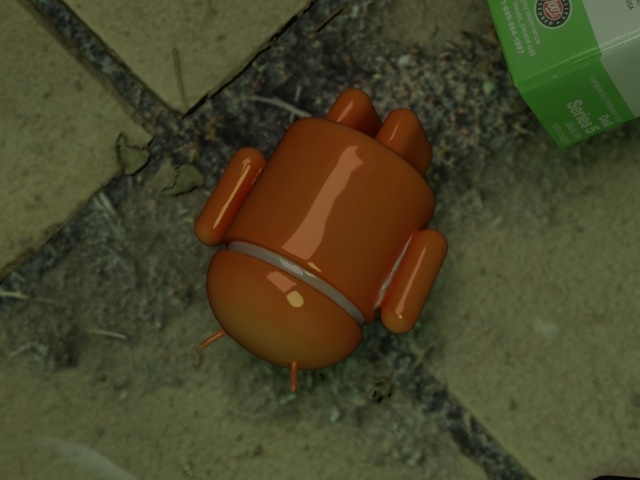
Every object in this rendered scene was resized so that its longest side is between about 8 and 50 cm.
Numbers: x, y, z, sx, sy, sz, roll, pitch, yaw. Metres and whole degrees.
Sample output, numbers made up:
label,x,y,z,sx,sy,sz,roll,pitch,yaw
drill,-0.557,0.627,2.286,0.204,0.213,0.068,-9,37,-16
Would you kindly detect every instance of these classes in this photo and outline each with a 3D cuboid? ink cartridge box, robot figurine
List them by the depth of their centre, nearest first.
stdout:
label,x,y,z,sx,sy,sz,roll,pitch,yaw
ink cartridge box,0.250,-0.214,1.240,0.273,0.115,0.198,-22,62,15
robot figurine,-0.002,-0.001,1.287,0.158,0.128,0.219,33,76,-14

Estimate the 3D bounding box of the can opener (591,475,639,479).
label,x,y,z,sx,sy,sz,roll,pitch,yaw
can opener,0.271,0.191,1.197,0.186,0.073,0.059,1,108,16
